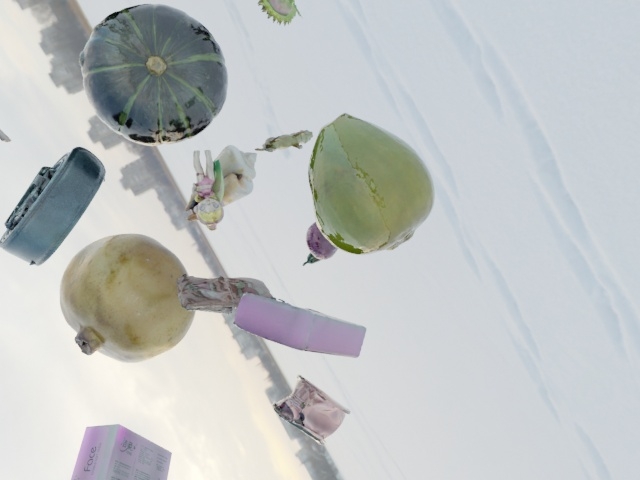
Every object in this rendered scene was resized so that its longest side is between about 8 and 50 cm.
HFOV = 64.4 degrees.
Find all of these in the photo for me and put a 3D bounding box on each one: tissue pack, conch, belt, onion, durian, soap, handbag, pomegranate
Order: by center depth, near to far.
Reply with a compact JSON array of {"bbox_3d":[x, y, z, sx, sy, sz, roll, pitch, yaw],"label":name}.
[{"bbox_3d":[-0.558,-0.078,1.063,0.116,0.268,0.206,38,159,-31],"label":"belt"},{"bbox_3d":[-0.034,0.183,1.075,0.181,0.081,0.259,13,171,30],"label":"soap"},{"bbox_3d":[-0.454,0.534,1.180,0.246,0.092,0.149,65,-159,-49],"label":"tissue pack"},{"bbox_3d":[-0.026,0.437,1.314,0.179,0.116,0.205,35,166,7],"label":"handbag"},{"bbox_3d":[-0.260,-0.148,1.400,0.127,0.255,0.158,25,-148,-44],"label":"conch"},{"bbox_3d":[0.000,0.000,1.487,0.104,0.115,0.115,-11,111,46],"label":"onion"},{"bbox_3d":[-0.586,0.181,1.548,0.417,0.416,0.417,57,169,18],"label":"pomegranate"},{"bbox_3d":[-0.176,-0.978,1.881,0.158,0.168,0.352,-96,-4,-57],"label":"durian"}]

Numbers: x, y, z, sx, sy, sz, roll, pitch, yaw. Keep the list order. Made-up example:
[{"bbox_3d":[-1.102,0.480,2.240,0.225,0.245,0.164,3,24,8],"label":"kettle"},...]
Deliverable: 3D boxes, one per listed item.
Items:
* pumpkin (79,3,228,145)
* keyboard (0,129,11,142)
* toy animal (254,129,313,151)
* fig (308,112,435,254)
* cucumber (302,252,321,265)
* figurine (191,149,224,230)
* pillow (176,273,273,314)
[{"bbox_3d":[-0.377,-0.376,1.171,0.324,0.323,0.241,62,161,-6],"label":"pumpkin"},{"bbox_3d":[-1.138,-0.403,1.742,0.166,0.017,0.055,48,180,-10],"label":"keyboard"},{"bbox_3d":[-0.115,-0.321,1.669,0.099,0.241,0.057,13,119,59],"label":"toy animal"},{"bbox_3d":[0.071,-0.087,0.852,0.230,0.207,0.207,44,164,19],"label":"fig"},{"bbox_3d":[0.031,0.001,1.602,0.056,0.250,0.056,36,157,18],"label":"cucumber"},{"bbox_3d":[-0.262,-0.115,1.182,0.083,0.083,0.188,-173,73,-77],"label":"figurine"},{"bbox_3d":[-0.242,0.139,1.294,0.135,0.248,0.049,54,129,47],"label":"pillow"}]
